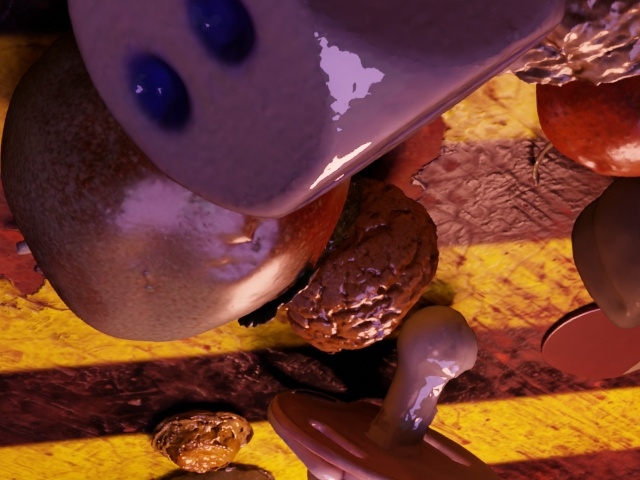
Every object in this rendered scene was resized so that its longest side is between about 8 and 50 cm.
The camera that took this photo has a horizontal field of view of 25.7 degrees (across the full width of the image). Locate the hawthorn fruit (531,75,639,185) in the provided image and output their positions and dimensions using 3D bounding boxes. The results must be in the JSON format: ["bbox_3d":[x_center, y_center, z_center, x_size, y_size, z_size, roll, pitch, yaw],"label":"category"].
[{"bbox_3d":[0.253,-0.121,1.322,0.165,0.165,0.285,9,163,-25],"label":"hawthorn fruit"}]

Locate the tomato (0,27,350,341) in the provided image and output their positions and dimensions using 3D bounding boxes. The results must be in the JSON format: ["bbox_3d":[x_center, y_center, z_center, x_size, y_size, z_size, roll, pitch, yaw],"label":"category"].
[{"bbox_3d":[-0.120,-0.049,1.195,0.303,0.239,0.303,-4,145,-3],"label":"tomato"}]

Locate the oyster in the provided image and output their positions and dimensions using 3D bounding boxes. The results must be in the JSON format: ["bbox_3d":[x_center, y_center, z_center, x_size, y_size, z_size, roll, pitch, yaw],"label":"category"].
[{"bbox_3d":[0.223,-0.218,1.158,0.341,0.166,0.110,-2,155,16],"label":"oyster"}]

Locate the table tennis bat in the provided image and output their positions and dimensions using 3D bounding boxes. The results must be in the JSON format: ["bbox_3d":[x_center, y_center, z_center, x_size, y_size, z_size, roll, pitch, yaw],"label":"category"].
[{"bbox_3d":[0.402,0.137,1.775,0.274,0.021,0.154,16,137,-30],"label":"table tennis bat"}]

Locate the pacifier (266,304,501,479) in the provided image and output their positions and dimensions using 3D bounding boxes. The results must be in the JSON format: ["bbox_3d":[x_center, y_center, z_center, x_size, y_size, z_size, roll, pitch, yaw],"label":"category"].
[{"bbox_3d":[0.090,0.221,1.636,0.273,0.220,0.332,-34,152,28],"label":"pacifier"}]

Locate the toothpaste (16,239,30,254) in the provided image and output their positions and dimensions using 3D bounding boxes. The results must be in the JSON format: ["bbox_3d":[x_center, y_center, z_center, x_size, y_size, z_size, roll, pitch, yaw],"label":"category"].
[{"bbox_3d":[-0.208,-0.017,1.393,0.197,0.035,0.057,-15,160,3],"label":"toothpaste"}]

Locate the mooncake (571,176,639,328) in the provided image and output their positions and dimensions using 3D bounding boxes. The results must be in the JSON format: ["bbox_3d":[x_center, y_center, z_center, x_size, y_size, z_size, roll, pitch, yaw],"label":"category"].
[{"bbox_3d":[0.379,-0.026,1.397,0.275,0.135,0.275,-27,168,-6],"label":"mooncake"}]

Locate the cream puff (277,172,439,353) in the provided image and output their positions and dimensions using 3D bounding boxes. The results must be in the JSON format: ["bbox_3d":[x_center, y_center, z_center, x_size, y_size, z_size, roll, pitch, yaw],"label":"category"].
[{"bbox_3d":[0.000,0.000,1.373,0.183,0.183,0.169,-33,126,27],"label":"cream puff"}]

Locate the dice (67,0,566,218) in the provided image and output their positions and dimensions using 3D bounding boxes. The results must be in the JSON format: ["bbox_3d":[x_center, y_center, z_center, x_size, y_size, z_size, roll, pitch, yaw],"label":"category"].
[{"bbox_3d":[-0.002,-0.174,0.989,0.259,0.243,0.251,-37,-179,-35],"label":"dice"}]

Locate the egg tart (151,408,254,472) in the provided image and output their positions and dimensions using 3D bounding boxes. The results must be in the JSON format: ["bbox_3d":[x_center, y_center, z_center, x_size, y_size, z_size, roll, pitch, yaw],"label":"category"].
[{"bbox_3d":[-0.149,0.254,1.758,0.130,0.052,0.130,-5,145,-4],"label":"egg tart"}]

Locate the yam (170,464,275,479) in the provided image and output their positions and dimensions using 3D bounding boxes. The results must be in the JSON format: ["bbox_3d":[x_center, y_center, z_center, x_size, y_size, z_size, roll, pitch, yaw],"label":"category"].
[{"bbox_3d":[-0.113,0.465,1.857,0.195,0.300,0.195,-14,152,-8],"label":"yam"}]
